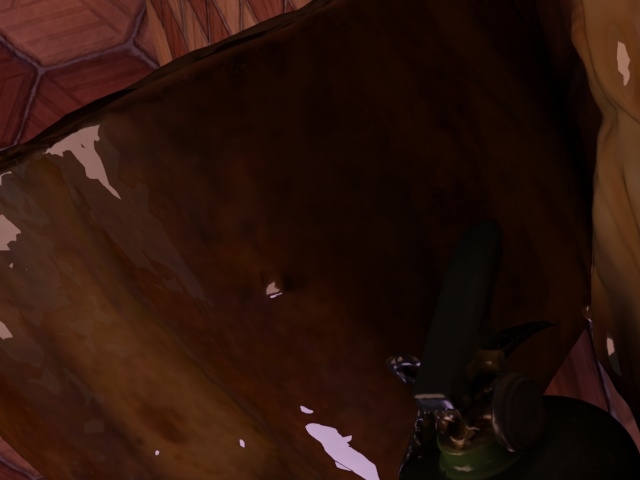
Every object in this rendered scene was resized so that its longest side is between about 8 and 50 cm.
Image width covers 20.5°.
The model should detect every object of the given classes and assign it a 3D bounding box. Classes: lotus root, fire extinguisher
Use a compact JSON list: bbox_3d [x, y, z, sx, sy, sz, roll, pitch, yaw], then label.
[{"bbox_3d":[0.000,0.000,0.797,0.250,0.316,0.316,55,173,-6],"label":"lotus root"},{"bbox_3d":[0.101,0.147,0.645,0.095,0.114,0.311,-4,123,44],"label":"fire extinguisher"}]

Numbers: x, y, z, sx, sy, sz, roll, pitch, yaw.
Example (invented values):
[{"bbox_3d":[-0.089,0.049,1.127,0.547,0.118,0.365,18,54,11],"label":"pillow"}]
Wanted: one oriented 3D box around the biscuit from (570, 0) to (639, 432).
[{"bbox_3d":[0.115,-0.039,0.536,0.154,0.045,0.299,-116,13,-54],"label":"biscuit"}]
